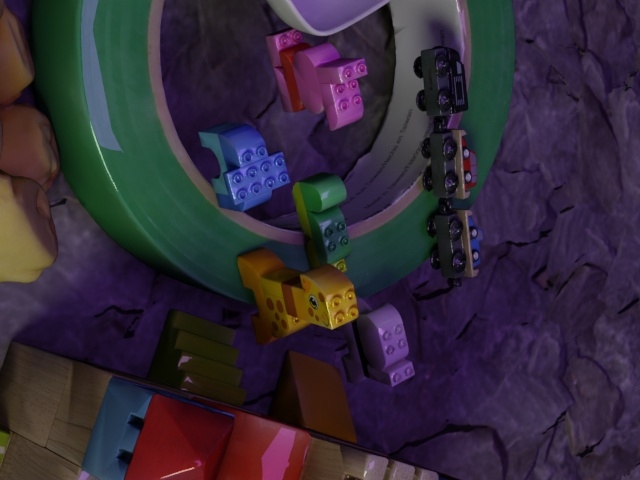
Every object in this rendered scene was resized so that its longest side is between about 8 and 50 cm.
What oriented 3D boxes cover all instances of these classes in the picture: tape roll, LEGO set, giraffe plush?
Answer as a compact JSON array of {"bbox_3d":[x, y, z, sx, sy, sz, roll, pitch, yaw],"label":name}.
[{"bbox_3d":[-0.018,-0.118,0.734,0.321,0.077,0.321,-6,101,-34],"label":"tape roll"},{"bbox_3d":[0.000,0.000,0.661,0.087,0.093,0.227,-24,111,-29],"label":"LEGO set"},{"bbox_3d":[-0.236,-0.043,0.568,0.170,0.210,0.181,-11,116,0],"label":"giraffe plush"}]

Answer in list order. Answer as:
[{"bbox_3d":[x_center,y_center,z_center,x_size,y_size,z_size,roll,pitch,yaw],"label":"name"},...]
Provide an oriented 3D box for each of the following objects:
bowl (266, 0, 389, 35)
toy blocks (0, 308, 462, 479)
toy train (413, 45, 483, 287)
[{"bbox_3d":[0.001,-0.201,0.656,0.142,0.053,0.142,-39,117,-24],"label":"bowl"},{"bbox_3d":[-0.015,0.156,0.654,0.381,0.261,0.191,23,80,-33],"label":"toy blocks"},{"bbox_3d":[0.085,-0.048,0.755,0.036,0.027,0.158,-18,107,-43],"label":"toy train"}]
